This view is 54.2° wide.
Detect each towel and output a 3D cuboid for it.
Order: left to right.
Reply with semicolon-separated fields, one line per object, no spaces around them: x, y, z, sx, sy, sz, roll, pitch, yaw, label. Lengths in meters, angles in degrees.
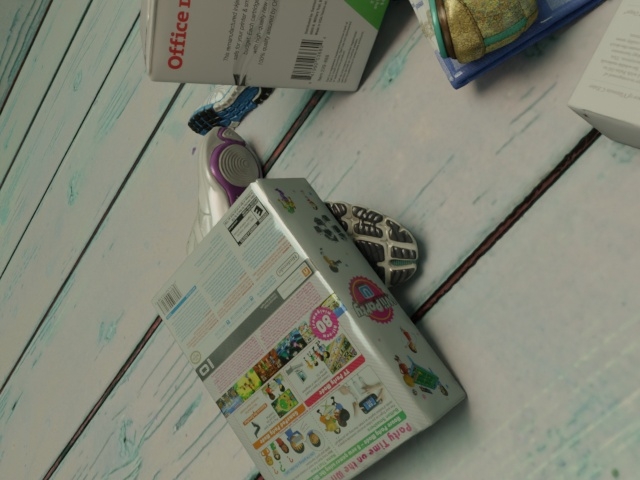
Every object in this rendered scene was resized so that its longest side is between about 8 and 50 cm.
0.193;-0.326;0.714;0.209;0.034;0.285;-30;57;24;towel

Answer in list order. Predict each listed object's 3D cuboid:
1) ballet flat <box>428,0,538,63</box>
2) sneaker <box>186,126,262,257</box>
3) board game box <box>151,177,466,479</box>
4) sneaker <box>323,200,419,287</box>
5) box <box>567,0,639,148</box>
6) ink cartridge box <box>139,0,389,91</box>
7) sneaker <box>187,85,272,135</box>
0.145;-0.345;0.667;0.123;0.123;0.348;-31;59;39;ballet flat
-0.166;-0.038;0.979;0.152;0.114;0.305;-27;58;39;sneaker
-0.027;0.115;0.699;0.224;0.097;0.303;-45;72;29;board game box
0.000;0.000;0.789;0.275;0.110;0.107;5;98;32;sneaker
0.309;-0.153;0.499;0.130;0.091;0.170;37;106;47;box
-0.071;-0.310;0.784;0.211;0.289;0.121;113;146;-45;ink cartridge box
-0.157;-0.251;1.085;0.191;0.071;0.082;-29;51;30;sneaker
